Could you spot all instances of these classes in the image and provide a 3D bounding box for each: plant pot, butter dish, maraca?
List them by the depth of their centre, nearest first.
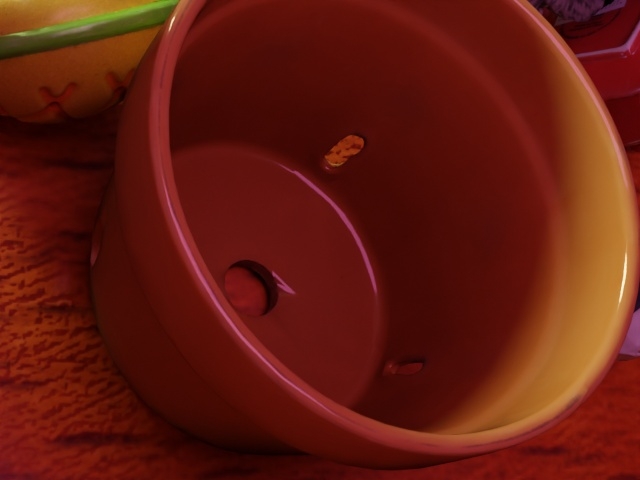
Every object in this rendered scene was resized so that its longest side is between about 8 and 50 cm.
[{"bbox_3d":[0.000,0.000,0.869,0.291,0.203,0.291,13,63,-26],"label":"plant pot"},{"bbox_3d":[-0.130,-0.121,0.888,0.186,0.127,0.099,-16,105,-23],"label":"maraca"},{"bbox_3d":[0.210,-0.112,1.098,0.118,0.160,0.160,54,50,-29],"label":"butter dish"}]

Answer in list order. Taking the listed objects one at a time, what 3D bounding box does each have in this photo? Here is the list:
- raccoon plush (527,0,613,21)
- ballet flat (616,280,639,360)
[{"bbox_3d":[0.054,-0.319,1.007,0.446,0.216,0.299,5,42,-31],"label":"raccoon plush"},{"bbox_3d":[0.214,0.040,1.066,0.203,0.074,0.074,-25,84,-38],"label":"ballet flat"}]
